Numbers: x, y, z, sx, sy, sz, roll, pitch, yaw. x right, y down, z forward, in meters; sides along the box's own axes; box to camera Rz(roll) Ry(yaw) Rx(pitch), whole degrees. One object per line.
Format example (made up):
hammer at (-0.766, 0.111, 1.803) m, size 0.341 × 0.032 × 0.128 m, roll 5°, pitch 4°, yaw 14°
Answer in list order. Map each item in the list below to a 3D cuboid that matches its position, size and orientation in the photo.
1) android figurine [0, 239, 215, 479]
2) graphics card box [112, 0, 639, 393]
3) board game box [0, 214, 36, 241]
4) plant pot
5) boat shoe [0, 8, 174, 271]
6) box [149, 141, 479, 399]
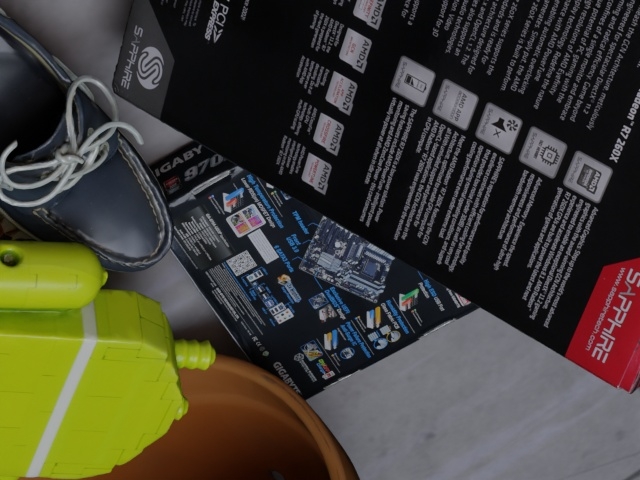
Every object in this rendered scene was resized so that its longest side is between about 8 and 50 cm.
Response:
android figurine at (-0.205, 0.088, 1.178) m, size 0.273 × 0.056 × 0.248 m, roll 3°, pitch 141°, yaw -21°
graphics card box at (0.070, -0.107, 1.036) m, size 0.094 × 0.371 × 0.233 m, roll -36°, pitch 150°, yaw -52°
board game box at (-0.259, 0.030, 1.215) m, size 0.165 × 0.042 × 0.243 m, roll 12°, pitch 122°, yaw -26°
plant pot at (-0.075, 0.249, 1.309) m, size 0.291 × 0.291 × 0.203 m, roll -33°, pitch 145°, yaw 8°
boat shoe at (-0.173, -0.070, 1.109) m, size 0.095 × 0.079 × 0.254 m, roll -44°, pitch 115°, yaw -13°
box at (0.000, 0.000, 1.269) m, size 0.175 × 0.051 × 0.220 m, roll -29°, pitch 129°, yaw 5°
